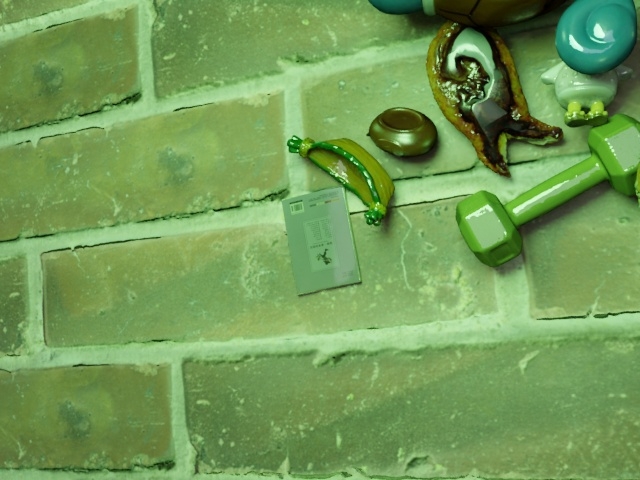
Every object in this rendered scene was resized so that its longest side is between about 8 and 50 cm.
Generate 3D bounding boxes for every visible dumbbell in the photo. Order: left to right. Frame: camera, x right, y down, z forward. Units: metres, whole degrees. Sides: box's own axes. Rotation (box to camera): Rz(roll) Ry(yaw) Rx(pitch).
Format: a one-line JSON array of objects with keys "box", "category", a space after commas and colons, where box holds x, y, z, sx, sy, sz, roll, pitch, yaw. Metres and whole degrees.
[{"box": [0.357, -0.073, 0.951, 0.302, 0.121, 0.108, -31, 48, 17], "category": "dumbbell"}]

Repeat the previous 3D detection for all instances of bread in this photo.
[{"box": [0.266, -0.236, 1.010, 0.139, 0.095, 0.268, -33, 91, 18], "category": "bread"}]

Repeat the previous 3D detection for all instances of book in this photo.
[{"box": [0.000, 0.000, 1.130, 0.127, 0.014, 0.181, -13, 83, 19], "category": "book"}]

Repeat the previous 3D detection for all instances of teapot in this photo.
[{"box": [0.137, -0.177, 1.062, 0.129, 0.078, 0.098, 23, 55, 29], "category": "teapot"}]

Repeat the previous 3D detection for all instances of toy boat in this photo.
[{"box": [0.042, -0.116, 1.074, 0.088, 0.089, 0.229, -35, 65, -23], "category": "toy boat"}]

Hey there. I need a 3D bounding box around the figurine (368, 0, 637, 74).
[{"box": [0.270, -0.403, 0.904, 0.417, 0.298, 0.242, 24, 96, 16], "category": "figurine"}]

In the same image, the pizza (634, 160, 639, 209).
[{"box": [0.556, -0.102, 0.849, 0.290, 0.081, 0.228, -38, 99, -20], "category": "pizza"}]

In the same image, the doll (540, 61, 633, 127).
[{"box": [0.403, -0.267, 0.945, 0.129, 0.081, 0.207, 0, 73, 19], "category": "doll"}]
